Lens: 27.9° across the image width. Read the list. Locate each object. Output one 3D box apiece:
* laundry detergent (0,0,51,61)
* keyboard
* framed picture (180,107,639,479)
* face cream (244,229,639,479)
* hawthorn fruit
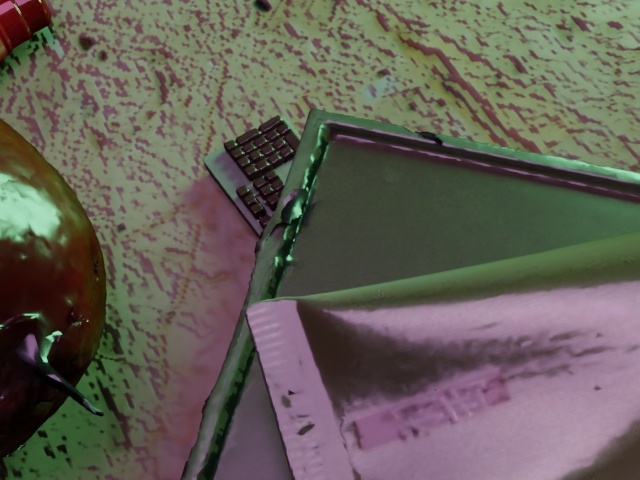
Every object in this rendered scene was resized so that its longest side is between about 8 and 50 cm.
[{"bbox_3d":[-0.235,-0.103,0.742,0.165,0.049,0.097,-30,53,-12],"label":"laundry detergent"},{"bbox_3d":[0.000,0.000,0.641,0.055,0.017,0.166,-32,57,-10],"label":"keyboard"},{"bbox_3d":[0.055,0.070,0.566,0.209,0.019,0.281,14,60,10],"label":"framed picture"},{"bbox_3d":[0.150,0.043,0.529,0.341,0.084,0.137,-16,72,-5],"label":"face cream"},{"bbox_3d":[-0.175,0.028,0.562,0.181,0.181,0.235,-43,55,-17],"label":"hawthorn fruit"}]
